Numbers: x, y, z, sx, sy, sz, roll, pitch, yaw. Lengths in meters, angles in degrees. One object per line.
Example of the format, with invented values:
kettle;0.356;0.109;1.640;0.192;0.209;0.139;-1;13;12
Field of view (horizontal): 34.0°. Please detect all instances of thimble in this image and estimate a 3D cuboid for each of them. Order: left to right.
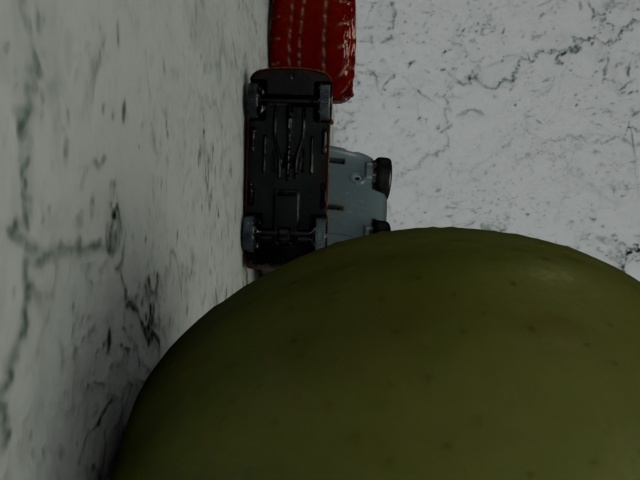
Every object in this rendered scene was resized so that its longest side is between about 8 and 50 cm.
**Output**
thimble;-0.011;-0.308;1.599;0.163;0.125;0.189;26;65;-83

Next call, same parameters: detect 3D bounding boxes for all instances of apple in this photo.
apple;0.072;0.208;0.726;0.473;0.474;0.473;0;90;-86

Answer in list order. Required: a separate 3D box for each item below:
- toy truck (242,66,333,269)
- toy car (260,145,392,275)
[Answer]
toy truck;-0.040;-0.088;1.333;0.114;0.108;0.252;39;53;-86
toy car;0.000;0.000;1.518;0.212;0.181;0.270;100;-5;-48
